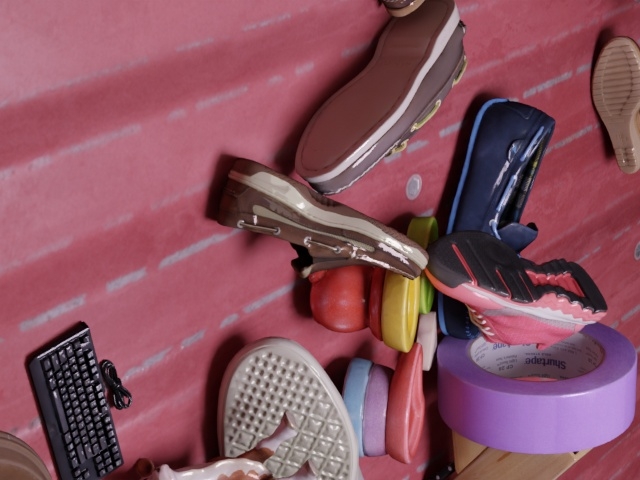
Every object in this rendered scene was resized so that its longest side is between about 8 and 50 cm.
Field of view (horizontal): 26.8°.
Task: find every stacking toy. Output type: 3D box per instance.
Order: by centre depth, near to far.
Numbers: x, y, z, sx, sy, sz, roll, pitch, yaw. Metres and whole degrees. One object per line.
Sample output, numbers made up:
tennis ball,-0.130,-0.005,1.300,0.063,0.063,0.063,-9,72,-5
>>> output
stacking toy,0.071,0.117,1.759,0.279,0.130,0.309,-65,157,-59

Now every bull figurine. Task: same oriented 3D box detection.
bull figurine,-0.072,0.308,1.533,0.188,0.101,0.310,-31,129,10

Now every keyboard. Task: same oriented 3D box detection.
keyboard,-0.242,0.173,1.413,0.108,0.023,0.180,-36,130,-39

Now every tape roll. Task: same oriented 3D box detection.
tape roll,0.301,0.193,1.877,0.275,0.275,0.090,-26,121,-44

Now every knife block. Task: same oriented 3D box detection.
knife block,0.275,0.360,1.937,0.088,0.275,0.242,-26,115,-45

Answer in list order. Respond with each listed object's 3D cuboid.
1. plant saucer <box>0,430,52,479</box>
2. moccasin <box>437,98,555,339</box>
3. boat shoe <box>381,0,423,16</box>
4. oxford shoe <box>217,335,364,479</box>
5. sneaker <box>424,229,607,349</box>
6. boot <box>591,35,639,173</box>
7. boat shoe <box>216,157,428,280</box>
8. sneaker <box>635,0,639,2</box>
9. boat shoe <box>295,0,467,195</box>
plant saucer,-0.357,0.320,1.310,0.278,0.041,0.278,-21,118,-46
moccasin,0.244,-0.022,1.855,0.138,0.117,0.342,-16,118,-67
boat shoe,0.134,-0.371,1.643,0.207,0.073,0.073,-58,142,-19
oxford shoe,-0.017,0.298,1.671,0.130,0.169,0.449,-97,168,-60
sneaker,0.239,0.087,1.762,0.314,0.116,0.136,16,128,-37
boot,0.517,-0.253,2.186,0.207,0.090,0.248,-51,137,-45
boat shoe,-0.002,-0.001,1.537,0.257,0.095,0.095,26,88,-15
sneaker,0.467,-0.518,1.954,0.210,0.137,0.366,-63,145,-18
boat shoe,0.084,-0.162,1.628,0.324,0.116,0.097,-56,136,-31
